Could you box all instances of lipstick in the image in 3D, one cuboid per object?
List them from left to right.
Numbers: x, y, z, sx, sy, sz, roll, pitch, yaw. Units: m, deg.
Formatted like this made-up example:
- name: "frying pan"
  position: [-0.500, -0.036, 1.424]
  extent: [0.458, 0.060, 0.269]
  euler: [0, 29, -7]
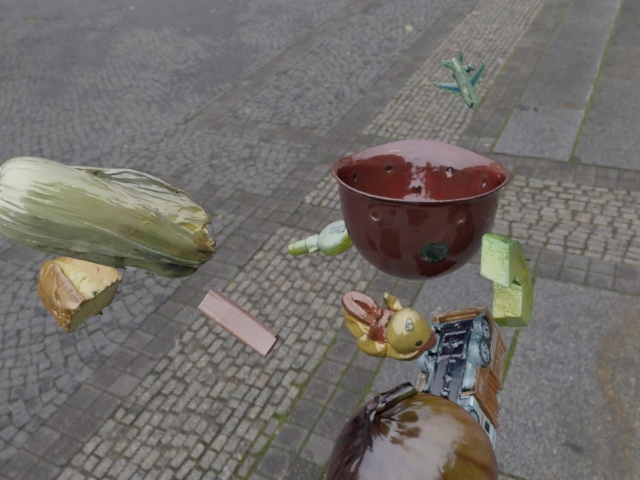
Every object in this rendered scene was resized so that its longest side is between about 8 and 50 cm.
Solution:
- name: "lipstick"
  position: [-0.141, 0.143, 1.062]
  extent: [0.145, 0.045, 0.045]
  euler: [35, 2, 5]

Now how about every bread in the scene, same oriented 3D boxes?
- name: "bread"
  position: [-0.494, 0.093, 1.243]
  extent: [0.143, 0.229, 0.139]
  euler: [-33, 86, -34]

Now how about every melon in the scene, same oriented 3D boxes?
- name: "melon"
  position: [0.320, 0.064, 1.044]
  extent: [0.064, 0.209, 0.117]
  euler: [6, 65, 33]

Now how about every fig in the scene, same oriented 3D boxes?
- name: "fig"
  position: [0.106, 0.302, 0.789]
  extent: [0.215, 0.235, 0.235]
  euler: [28, 22, -31]

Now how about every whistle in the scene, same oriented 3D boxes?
- name: "whistle"
  position: [0.000, 0.000, 1.568]
  extent: [0.198, 0.057, 0.104]
  euler: [-13, 38, 31]

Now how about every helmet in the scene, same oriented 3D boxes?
- name: "helmet"
  position: [0.191, -0.048, 1.217]
  extent: [0.338, 0.230, 0.385]
  euler: [1, 22, 5]

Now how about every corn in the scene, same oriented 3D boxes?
- name: "corn"
  position: [-0.301, -0.029, 0.863]
  extent: [0.305, 0.122, 0.123]
  euler: [13, 39, -31]

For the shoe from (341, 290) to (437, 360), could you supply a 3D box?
- name: "shoe"
  position: [0.068, 0.095, 0.669]
  extent: [0.072, 0.069, 0.109]
  euler: [-40, 44, -11]

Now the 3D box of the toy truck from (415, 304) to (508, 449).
- name: "toy truck"
  position: [0.263, 0.282, 1.135]
  extent: [0.136, 0.162, 0.305]
  euler: [-16, 35, 36]

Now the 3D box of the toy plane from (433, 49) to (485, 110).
- name: "toy plane"
  position: [0.196, -0.216, 0.827]
  extent: [0.080, 0.083, 0.033]
  euler: [-16, 23, 45]
